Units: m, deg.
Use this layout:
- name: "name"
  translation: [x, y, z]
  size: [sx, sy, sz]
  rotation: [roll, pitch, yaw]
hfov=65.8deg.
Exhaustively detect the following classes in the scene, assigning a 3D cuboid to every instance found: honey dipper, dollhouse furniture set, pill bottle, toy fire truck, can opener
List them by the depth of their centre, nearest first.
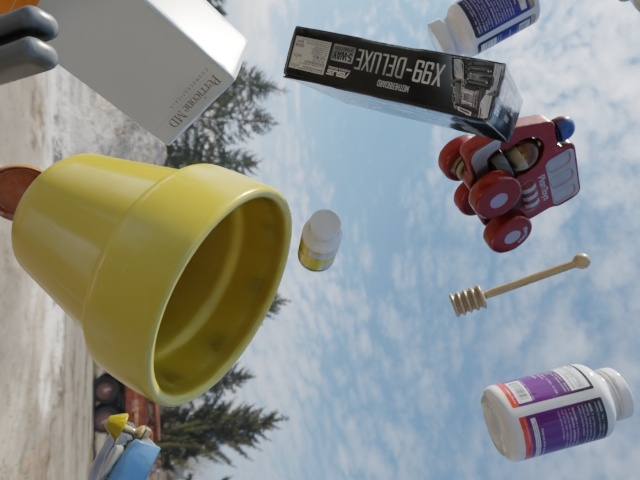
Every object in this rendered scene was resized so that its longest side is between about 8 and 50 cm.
- name: "honey dipper"
  translation: [0.230, 0.050, 0.571]
  size: [0.030, 0.160, 0.031]
  rotation: [-21, 90, -77]
- name: "can opener"
  translation: [-0.433, -0.212, 0.579]
  size: [0.093, 0.280, 0.074]
  rotation: [13, 74, -72]
- name: "pill bottle"
  translation: [0.000, 0.000, 0.785]
  size: [0.116, 0.065, 0.065]
  rotation: [107, -25, -61]
- name: "dollhouse furniture set"
  translation: [-0.453, 0.416, 0.866]
  size: [0.286, 0.198, 0.304]
  rotation: [-9, -127, 61]
- name: "toy fire truck"
  translation: [0.409, -0.139, 1.030]
  size: [0.302, 0.253, 0.169]
  rotation: [51, 10, -44]
- name: "pill bottle"
  translation: [0.575, 0.413, 1.211]
  size: [0.181, 0.322, 0.182]
  rotation: [167, -90, -87]
- name: "pill bottle"
  translation: [0.434, -0.594, 1.334]
  size: [0.153, 0.264, 0.153]
  rotation: [60, 11, -19]

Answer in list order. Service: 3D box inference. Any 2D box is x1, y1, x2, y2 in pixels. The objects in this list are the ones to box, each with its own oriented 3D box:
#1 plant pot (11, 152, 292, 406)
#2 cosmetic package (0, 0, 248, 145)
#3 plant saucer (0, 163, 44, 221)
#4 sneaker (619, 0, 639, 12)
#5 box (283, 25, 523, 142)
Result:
- name: "plant pot"
  translation: [-0.195, 0.015, 0.561]
  size: [0.254, 0.238, 0.254]
  rotation: [-55, 160, -31]
- name: "cosmetic package"
  translation: [-0.381, -0.413, 0.891]
  size: [0.230, 0.453, 0.162]
  rotation: [-33, -145, 33]
- name: "plant saucer"
  translation: [-0.375, -0.060, 0.625]
  size: [0.013, 0.083, 0.084]
  rotation: [-122, -143, -47]
- name: "sneaker"
  translation: [0.258, -0.207, 0.302]
  size: [0.146, 0.122, 0.331]
  rotation: [65, 21, -19]
- name: "box"
  translation: [0.135, -0.233, 0.756]
  size: [0.307, 0.242, 0.077]
  rotation: [21, -77, 24]
